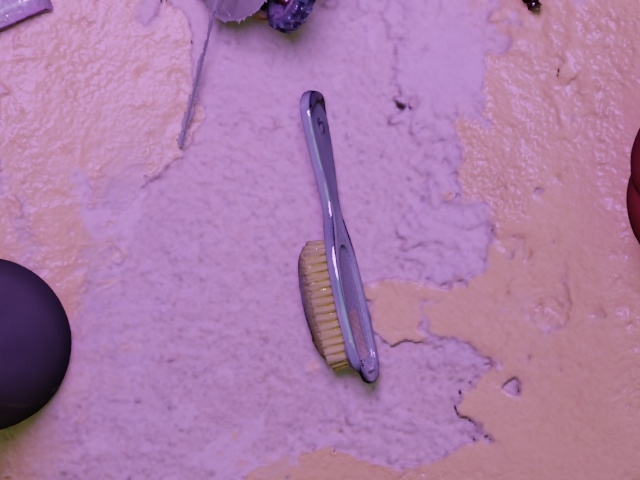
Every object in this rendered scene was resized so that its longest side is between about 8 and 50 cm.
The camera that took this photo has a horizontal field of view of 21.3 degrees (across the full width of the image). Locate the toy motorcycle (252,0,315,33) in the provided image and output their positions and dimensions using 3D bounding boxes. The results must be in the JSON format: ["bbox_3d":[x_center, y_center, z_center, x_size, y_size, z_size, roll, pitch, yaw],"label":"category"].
[{"bbox_3d":[-0.026,-0.307,1.650,0.094,0.130,0.229,18,78,-25],"label":"toy motorcycle"}]

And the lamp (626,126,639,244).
[{"bbox_3d":[0.436,-0.063,1.593,0.303,0.257,0.303,-14,129,-18],"label":"lamp"}]

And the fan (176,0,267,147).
[{"bbox_3d":[-0.097,-0.240,1.645,0.009,0.191,0.329,-1,114,-37],"label":"fan"}]

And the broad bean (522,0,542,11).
[{"bbox_3d":[0.137,-0.288,1.683,0.195,0.046,0.061,21,89,-4],"label":"broad bean"}]

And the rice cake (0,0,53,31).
[{"bbox_3d":[-0.361,-0.205,1.678,0.206,0.036,0.047,-28,105,-1],"label":"rice cake"}]

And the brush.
[{"bbox_3d":[0.000,0.000,1.692,0.060,0.068,0.297,-11,89,21],"label":"brush"}]

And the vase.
[{"bbox_3d":[-0.330,0.108,1.550,0.173,0.321,0.173,0,92,-2],"label":"vase"}]
